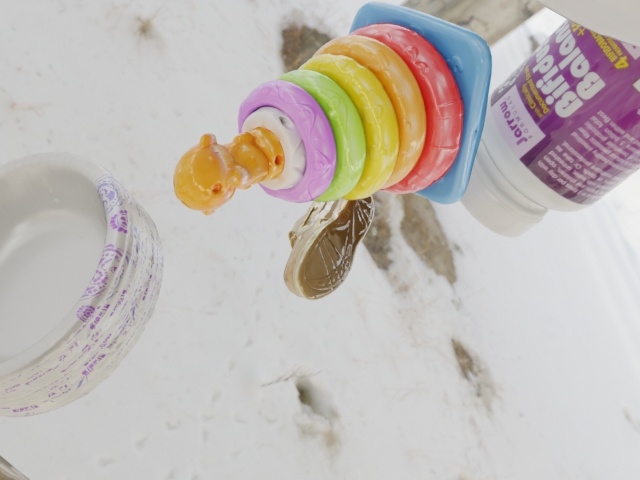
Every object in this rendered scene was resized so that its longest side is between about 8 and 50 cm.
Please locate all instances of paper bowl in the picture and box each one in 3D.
[{"bbox_3d":[-0.306,0.054,0.833,0.148,0.285,0.284,56,18,-53],"label":"paper bowl"}]

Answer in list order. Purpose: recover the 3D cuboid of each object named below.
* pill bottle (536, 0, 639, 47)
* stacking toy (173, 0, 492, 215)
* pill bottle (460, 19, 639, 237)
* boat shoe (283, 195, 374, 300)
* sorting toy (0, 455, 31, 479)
[{"bbox_3d":[0.237,-0.301,0.339,0.224,0.392,0.224,24,-2,1],"label":"pill bottle"},{"bbox_3d":[-0.005,-0.088,0.643,0.166,0.175,0.302,30,40,33],"label":"stacking toy"},{"bbox_3d":[0.280,-0.137,0.800,0.169,0.301,0.169,24,42,-24],"label":"pill bottle"},{"bbox_3d":[0.000,0.000,0.733,0.170,0.059,0.063,-54,131,-49],"label":"boat shoe"},{"bbox_3d":[-0.283,0.252,0.456,0.255,0.257,0.089,51,-8,-23],"label":"sorting toy"}]
